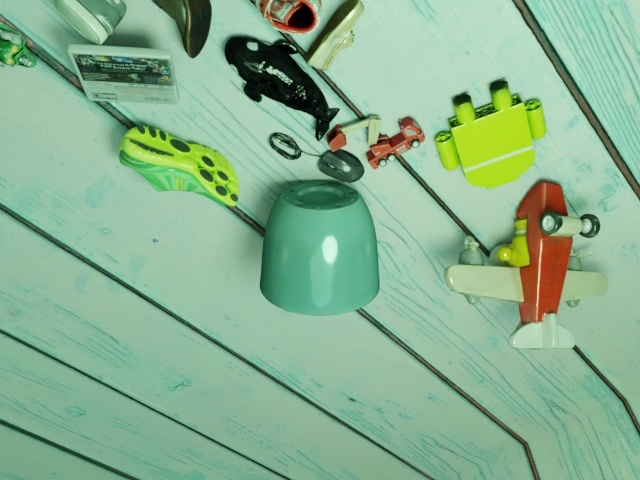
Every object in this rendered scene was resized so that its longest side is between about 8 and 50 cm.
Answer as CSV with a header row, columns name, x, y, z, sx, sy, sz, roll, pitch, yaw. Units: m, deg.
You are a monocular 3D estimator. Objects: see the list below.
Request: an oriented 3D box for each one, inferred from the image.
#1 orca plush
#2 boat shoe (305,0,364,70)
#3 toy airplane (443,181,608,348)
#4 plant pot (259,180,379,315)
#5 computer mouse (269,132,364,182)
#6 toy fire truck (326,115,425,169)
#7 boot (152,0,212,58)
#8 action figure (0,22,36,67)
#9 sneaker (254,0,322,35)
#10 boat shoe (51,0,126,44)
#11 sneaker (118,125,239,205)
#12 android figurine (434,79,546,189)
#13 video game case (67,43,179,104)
name,x,y,z,sx,sy,sz,roll,pitch,yaw
orca plush,-0.080,-0.304,1.312,0.151,0.102,0.287,-28,128,19
boat shoe,0.038,-0.409,1.262,0.059,0.063,0.170,25,134,-27
toy airplane,0.530,0.093,1.604,0.384,0.272,0.386,-43,113,-10
plant pot,0.000,0.000,1.477,0.292,0.293,0.235,-1,117,-4
computer mouse,-0.006,-0.189,1.461,0.242,0.041,0.071,16,129,-17
toy fire truck,0.125,-0.235,1.428,0.192,0.047,0.135,-29,126,19
boot,-0.271,-0.456,1.201,0.106,0.082,0.219,28,145,10
action figure,-0.666,-0.395,1.215,0.232,0.063,0.137,21,123,-26
sneaker,-0.112,-0.471,1.135,0.270,0.145,0.090,25,125,-24
boat shoe,-0.482,-0.507,1.128,0.099,0.116,0.319,-51,120,-18
sneaker,-0.316,-0.162,1.435,0.295,0.109,0.123,26,147,-27
android figurine,0.395,-0.229,1.449,0.248,0.056,0.273,-20,129,12
video game case,-0.388,-0.330,1.266,0.190,0.022,0.173,2,161,-6
